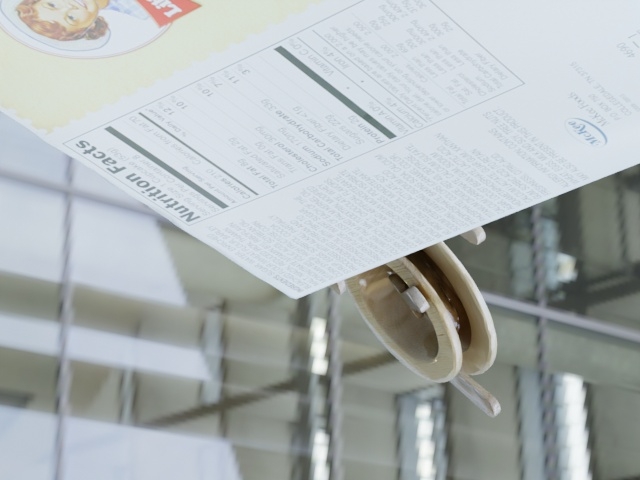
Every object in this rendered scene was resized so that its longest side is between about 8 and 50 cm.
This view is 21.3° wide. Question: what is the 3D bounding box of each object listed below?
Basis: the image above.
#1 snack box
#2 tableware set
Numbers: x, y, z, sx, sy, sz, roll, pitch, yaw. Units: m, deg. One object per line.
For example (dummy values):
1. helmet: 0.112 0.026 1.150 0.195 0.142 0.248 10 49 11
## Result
1. snack box: -0.036 -0.101 0.384 0.187 0.322 0.060 -22 -129 32
2. tableware set: 0.000 0.000 0.751 0.039 0.128 0.194 -35 -129 -21
